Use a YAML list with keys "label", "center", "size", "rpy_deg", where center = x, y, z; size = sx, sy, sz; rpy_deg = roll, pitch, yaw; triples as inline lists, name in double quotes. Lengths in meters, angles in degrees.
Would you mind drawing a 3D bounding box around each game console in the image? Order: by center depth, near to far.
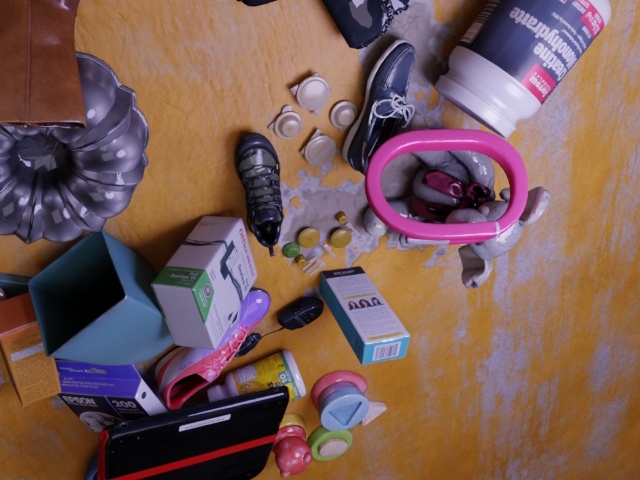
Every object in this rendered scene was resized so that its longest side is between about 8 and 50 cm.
- label: "game console"
  center: [-0.272, 0.452, 1.204]
  size: [0.387, 0.060, 0.341]
  rpy_deg: [-6, 131, -29]

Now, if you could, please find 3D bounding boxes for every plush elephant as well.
- label: "plush elephant"
  center: [0.288, -0.057, 1.125]
  size: [0.330, 0.255, 0.271]
  rpy_deg: [12, 116, -29]

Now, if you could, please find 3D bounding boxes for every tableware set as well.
- label: "tableware set"
  center: [-0.007, -0.221, 1.043]
  size: [0.169, 0.020, 0.141]
  rpy_deg: [32, 107, -37]
- label: "tableware set"
  center: [0.000, 0.000, 1.191]
  size: [0.154, 0.024, 0.104]
  rpy_deg: [-40, 124, 7]

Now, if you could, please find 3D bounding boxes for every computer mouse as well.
- label: "computer mouse"
  center: [-0.101, 0.192, 1.270]
  size: [0.242, 0.041, 0.071]
  rpy_deg: [-28, 148, 2]

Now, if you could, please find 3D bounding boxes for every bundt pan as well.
- label: "bundt pan"
  center: [-0.426, -0.132, 0.860]
  size: [0.331, 0.124, 0.330]
  rpy_deg: [-11, 124, -17]

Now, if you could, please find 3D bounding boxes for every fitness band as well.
- label: "fitness band"
  center: [0.223, -0.098, 0.995]
  size: [0.291, 0.208, 0.054]
  rpy_deg: [-1, 165, -2]

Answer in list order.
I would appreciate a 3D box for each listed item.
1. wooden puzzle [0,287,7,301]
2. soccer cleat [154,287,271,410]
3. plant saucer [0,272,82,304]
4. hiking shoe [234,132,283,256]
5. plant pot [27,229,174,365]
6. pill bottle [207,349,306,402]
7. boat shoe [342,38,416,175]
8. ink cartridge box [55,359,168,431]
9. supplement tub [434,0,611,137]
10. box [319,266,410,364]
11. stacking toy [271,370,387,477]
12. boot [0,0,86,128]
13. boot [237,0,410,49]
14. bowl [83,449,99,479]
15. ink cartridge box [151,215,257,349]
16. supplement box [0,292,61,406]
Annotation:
- label: "wooden puzzle"
  center: [-0.747, 0.079, 0.877]
  size: [0.322, 0.080, 0.347]
  rpy_deg: [-28, 126, -1]
- label: "soccer cleat"
  center: [-0.219, 0.231, 1.188]
  size: [0.318, 0.116, 0.109]
  rpy_deg: [-41, 128, 7]
- label: "plant saucer"
  center: [-0.540, 0.098, 1.029]
  size: [0.192, 0.018, 0.067]
  rpy_deg: [13, 116, -30]
- label: "hiking shoe"
  center: [-0.100, -0.085, 1.032]
  size: [0.086, 0.114, 0.226]
  rpy_deg: [-16, 126, -13]
- label: "plant pot"
  center: [-0.362, 0.126, 1.020]
  size: [0.166, 0.165, 0.234]
  rpy_deg: [-37, 147, 4]
- label: "pill bottle"
  center: [-0.148, 0.342, 1.291]
  size: [0.209, 0.117, 0.117]
  rpy_deg: [-21, 127, -9]
- label: "boat shoe"
  center: [0.119, -0.238, 1.035]
  size: [0.095, 0.079, 0.254]
  rpy_deg: [2, 122, -44]
- label: "ink cartridge box"
  center: [-0.431, 0.326, 1.145]
  size: [0.207, 0.045, 0.208]
  rpy_deg: [-3, 129, 20]
- label: "supplement tub"
  center: [0.356, -0.343, 1.007]
  size: [0.191, 0.191, 0.272]
  rpy_deg: [25, 109, -34]
- label: "box"
  center: [0.085, 0.151, 1.183]
  size: [0.101, 0.244, 0.060]
  rpy_deg: [-6, 124, -19]
- label: "stacking toy"
  center: [0.038, 0.510, 1.473]
  size: [0.309, 0.130, 0.280]
  rpy_deg: [-45, 127, 10]
- label: "boot"
  center: [-0.438, -0.283, 0.707]
  size: [0.264, 0.096, 0.280]
  rpy_deg: [0, 92, -36]
- label: "boot"
  center: [0.011, -0.387, 0.892]
  size: [0.247, 0.094, 0.207]
  rpy_deg: [-39, 124, -3]
- label: "bowl"
  center: [-0.380, 0.582, 1.377]
  size: [0.392, 0.077, 0.390]
  rpy_deg: [-11, 124, -16]
- label: "ink cartridge box"
  center: [-0.203, 0.071, 1.027]
  size: [0.087, 0.208, 0.152]
  rpy_deg: [3, 129, 18]
- label: "supplement box"
  center: [-0.537, 0.205, 1.023]
  size: [0.080, 0.078, 0.233]
  rpy_deg: [-23, 143, -31]
